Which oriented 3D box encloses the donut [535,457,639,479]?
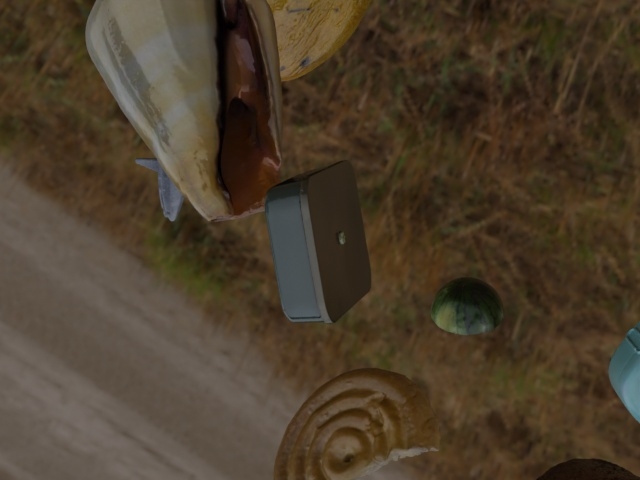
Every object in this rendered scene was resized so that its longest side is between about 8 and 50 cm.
[{"bbox_3d":[0.274,0.317,1.422,0.141,0.217,0.085,39,160,-18],"label":"donut"}]

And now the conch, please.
[{"bbox_3d":[-0.115,-0.133,1.198,0.158,0.255,0.127,-10,171,-19],"label":"conch"}]

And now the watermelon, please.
[{"bbox_3d":[0.208,0.087,1.945,0.105,0.105,0.062,11,126,19],"label":"watermelon"}]

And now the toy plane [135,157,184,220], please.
[{"bbox_3d":[-0.157,-0.150,1.446,0.088,0.212,0.267,20,114,12],"label":"toy plane"}]

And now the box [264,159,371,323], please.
[{"bbox_3d":[0.000,0.000,0.859,0.031,0.126,0.091,-8,98,16],"label":"box"}]

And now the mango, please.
[{"bbox_3d":[-0.011,-0.311,1.717,0.157,0.109,0.262,28,105,-31],"label":"mango"}]

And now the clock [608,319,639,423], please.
[{"bbox_3d":[0.457,0.149,1.424,0.274,0.094,0.223,41,99,-12],"label":"clock"}]

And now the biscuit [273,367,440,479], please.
[{"bbox_3d":[0.034,0.213,1.571,0.224,0.144,0.033,-21,142,29],"label":"biscuit"}]
